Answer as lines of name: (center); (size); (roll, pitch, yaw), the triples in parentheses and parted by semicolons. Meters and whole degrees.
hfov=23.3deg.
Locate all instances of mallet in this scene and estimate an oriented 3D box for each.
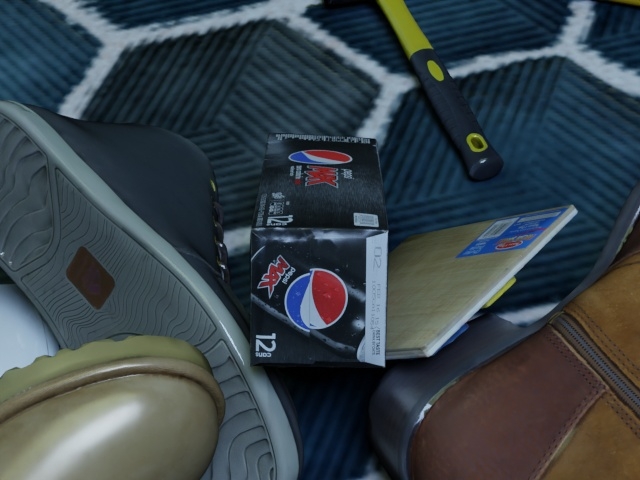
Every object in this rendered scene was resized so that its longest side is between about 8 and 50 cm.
mallet: (0.060, -0.105, 0.824); (0.062, 0.039, 0.189); (-21, 52, -15)

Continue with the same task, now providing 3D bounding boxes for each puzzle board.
puzzle board: (0.043, 0.023, 0.665); (0.096, 0.011, 0.128); (-40, 14, -27)

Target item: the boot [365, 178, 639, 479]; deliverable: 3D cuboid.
boot: (0.173, 0.053, 0.533); (0.264, 0.096, 0.280); (-25, 22, -15)

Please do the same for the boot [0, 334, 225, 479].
boot: (-0.097, 0.188, 0.518); (0.236, 0.089, 0.269); (-30, 51, 0)

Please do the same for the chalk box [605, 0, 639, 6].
chalk box: (0.191, -0.213, 0.836); (0.213, 0.132, 0.132); (14, 50, 20)

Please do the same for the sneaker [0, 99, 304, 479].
sneaker: (-0.060, 0.019, 0.689); (0.222, 0.083, 0.118); (51, 28, 17)

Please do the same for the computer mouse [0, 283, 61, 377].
computer mouse: (-0.150, 0.043, 0.701); (0.106, 0.042, 0.193); (-18, 47, -10)

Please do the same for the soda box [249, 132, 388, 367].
soda box: (0.000, 0.000, 0.657); (0.053, 0.060, 0.169); (1, 16, 1)
